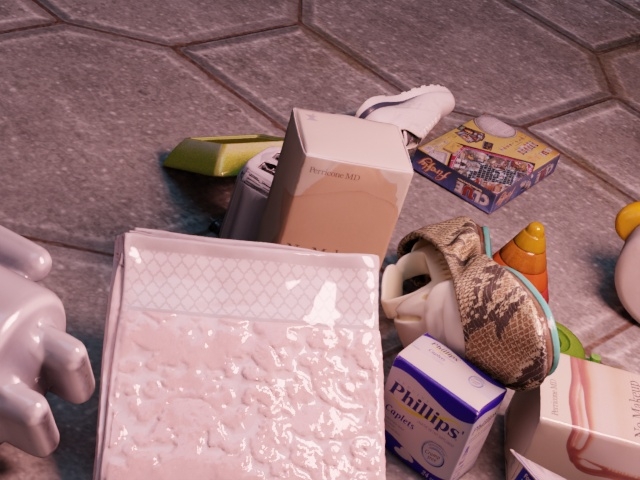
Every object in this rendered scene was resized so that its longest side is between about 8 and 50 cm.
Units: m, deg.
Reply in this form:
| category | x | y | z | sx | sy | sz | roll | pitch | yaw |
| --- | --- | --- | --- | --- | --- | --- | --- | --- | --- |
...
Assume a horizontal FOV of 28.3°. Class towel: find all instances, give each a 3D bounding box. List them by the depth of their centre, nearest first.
| category | x | y | z | sx | sy | sz | roll | pitch | yaw |
| --- | --- | --- | --- | --- | --- | --- | --- | --- | --- |
| towel | -0.083 | 0.150 | 1.456 | 0.332 | 0.053 | 0.316 | 6 | 69 | -14 |

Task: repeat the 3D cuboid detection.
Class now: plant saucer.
| category | x | y | z | sx | sy | sz | roll | pitch | yaw |
| --- | --- | --- | --- | --- | --- | --- | --- | --- | --- |
| plant saucer | -0.118 | -0.132 | 1.925 | 0.188 | 0.045 | 0.188 | -6 | 11 | -31 |

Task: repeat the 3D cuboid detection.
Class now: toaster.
| category | x | y | z | sx | sy | sz | roll | pitch | yaw |
| --- | --- | --- | --- | --- | --- | --- | --- | --- | --- |
| toaster | -0.045 | -0.033 | 1.794 | 0.227 | 0.146 | 0.129 | 28 | 34 | 17 |

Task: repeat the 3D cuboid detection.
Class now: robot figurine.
| category | x | y | z | sx | sy | sz | roll | pitch | yaw |
| --- | --- | --- | --- | --- | --- | --- | --- | --- | --- |
| robot figurine | -0.420 | 0.102 | 1.375 | 0.353 | 0.199 | 0.300 | 26 | 58 | 12 |

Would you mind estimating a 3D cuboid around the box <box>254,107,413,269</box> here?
| category | x | y | z | sx | sy | sz | roll | pitch | yaw |
| --- | --- | --- | --- | --- | --- | --- | --- | --- | --- |
| box | 0.000 | 0.000 | 1.613 | 0.148 | 0.311 | 0.121 | 8 | 33 | -13 |

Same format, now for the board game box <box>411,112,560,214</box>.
| category | x | y | z | sx | sy | sz | roll | pitch | yaw |
| --- | --- | --- | --- | --- | --- | --- | --- | --- | --- |
| board game box | 0.288 | -0.137 | 2.197 | 0.165 | 0.042 | 0.243 | 33 | 36 | 23 |

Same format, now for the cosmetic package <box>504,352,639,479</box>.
| category | x | y | z | sx | sy | sz | roll | pitch | yaw |
| --- | --- | --- | --- | --- | --- | --- | --- | --- | --- |
| cosmetic package | 0.389 | 0.256 | 1.581 | 0.296 | 0.129 | 0.153 | 14 | 34 | -4 |

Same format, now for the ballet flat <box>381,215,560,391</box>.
| category | x | y | z | sx | sy | sz | roll | pitch | yaw |
| --- | --- | --- | --- | --- | --- | --- | --- | --- | --- |
| ballet flat | 0.173 | 0.084 | 1.671 | 0.182 | 0.164 | 0.483 | -7 | 16 | -2 |

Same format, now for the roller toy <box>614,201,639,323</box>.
| category | x | y | z | sx | sy | sz | roll | pitch | yaw |
| --- | --- | --- | --- | --- | --- | --- | --- | --- | --- |
| roller toy | 0.548 | 0.039 | 1.919 | 0.209 | 0.191 | 0.146 | 4 | 28 | 25 |

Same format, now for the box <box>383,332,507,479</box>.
| category | x | y | z | sx | sy | sz | roll | pitch | yaw |
| --- | --- | --- | --- | --- | --- | --- | --- | --- | --- |
| box | 0.138 | 0.207 | 1.530 | 0.126 | 0.137 | 0.072 | 34 | 37 | 25 |

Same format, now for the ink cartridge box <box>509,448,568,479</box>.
| category | x | y | z | sx | sy | sz | roll | pitch | yaw |
| --- | --- | --- | --- | --- | --- | --- | --- | --- | --- |
| ink cartridge box | 0.297 | 0.330 | 1.338 | 0.333 | 0.065 | 0.165 | 34 | 12 | -49 |

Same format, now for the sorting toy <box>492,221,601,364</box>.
| category | x | y | z | sx | sy | sz | roll | pitch | yaw |
| --- | --- | --- | --- | --- | --- | --- | --- | --- | --- |
| sorting toy | 0.323 | 0.097 | 1.790 | 0.127 | 0.126 | 0.365 | 7 | 34 | -16 |

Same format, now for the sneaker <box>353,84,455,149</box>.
| category | x | y | z | sx | sy | sz | roll | pitch | yaw |
| --- | --- | --- | --- | --- | --- | --- | --- | --- | --- |
| sneaker | 0.158 | -0.205 | 2.216 | 0.235 | 0.090 | 0.095 | -20 | 61 | -38 |
